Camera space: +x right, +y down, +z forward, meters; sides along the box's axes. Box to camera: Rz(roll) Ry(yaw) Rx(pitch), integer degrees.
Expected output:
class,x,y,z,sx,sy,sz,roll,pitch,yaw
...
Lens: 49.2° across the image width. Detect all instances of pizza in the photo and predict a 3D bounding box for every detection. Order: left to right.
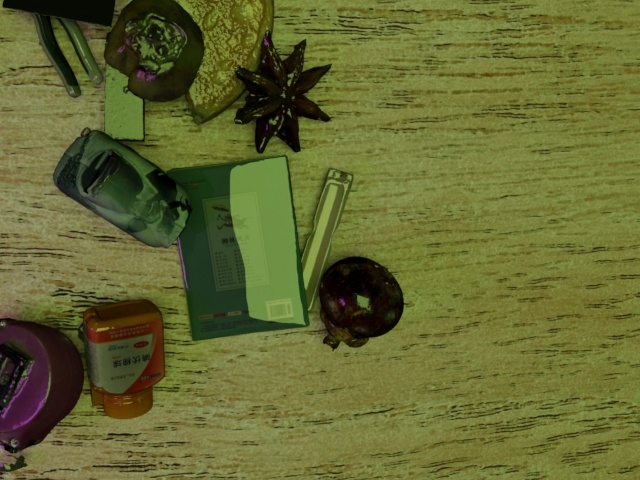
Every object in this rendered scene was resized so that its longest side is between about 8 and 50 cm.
class,x,y,z,sx,sy,sz,roll,pitch,yaw
pizza,-0.190,-0.405,1.458,0.258,0.087,0.268,-21,100,-11

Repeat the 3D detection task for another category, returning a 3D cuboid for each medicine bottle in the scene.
class,x,y,z,sx,sy,sz,roll,pitch,yaw
medicine bottle,-0.401,0.245,1.439,0.149,0.112,0.222,-8,109,-28

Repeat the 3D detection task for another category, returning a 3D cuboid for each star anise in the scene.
class,x,y,z,sx,sy,sz,roll,pitch,yaw
star anise,-0.091,-0.308,1.480,0.272,0.102,0.272,-14,112,-38

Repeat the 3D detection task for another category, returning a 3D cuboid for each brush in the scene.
class,x,y,z,sx,sy,sz,roll,pitch,yaw
brush,0.000,0.000,1.553,0.060,0.050,0.321,17,92,0

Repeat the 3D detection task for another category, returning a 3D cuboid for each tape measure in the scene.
class,x,y,z,sx,sy,sz,roll,pitch,yaw
tape measure,-0.596,0.280,1.369,0.232,0.149,0.245,25,88,19
tape measure,-0.372,-0.098,1.349,0.256,0.275,0.147,40,80,-43

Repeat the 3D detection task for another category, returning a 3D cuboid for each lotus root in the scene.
class,x,y,z,sx,sy,sz,roll,pitch,yaw
lotus root,-0.321,-0.372,1.347,0.183,0.078,0.203,21,95,-9

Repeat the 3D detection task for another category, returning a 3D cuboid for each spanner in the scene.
class,x,y,z,sx,sy,sz,roll,pitch,yaw
spanner,-0.536,-0.445,1.383,0.096,0.040,0.324,-22,98,20

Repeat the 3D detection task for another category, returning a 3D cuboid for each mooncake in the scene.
class,x,y,z,sx,sy,sz,roll,pitch,yaw
mooncake,-0.563,0.317,1.462,0.150,0.057,0.346,15,85,-1

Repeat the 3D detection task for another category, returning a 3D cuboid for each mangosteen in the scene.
class,x,y,z,sx,sy,sz,roll,pitch,yaw
mangosteen,0.073,0.145,1.526,0.192,0.192,0.217,33,110,-13

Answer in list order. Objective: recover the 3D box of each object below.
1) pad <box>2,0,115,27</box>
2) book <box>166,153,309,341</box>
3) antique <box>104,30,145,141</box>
class,x,y,z,sx,sy,sz,roll,pitch,yaw
pad,-0.490,-0.567,1.370,0.202,0.005,0.299,7,75,-13
book,-0.175,0.017,1.502,0.264,0.031,0.379,-6,96,-1
antique,-0.397,-0.311,1.422,0.080,0.081,0.220,1,95,-13
